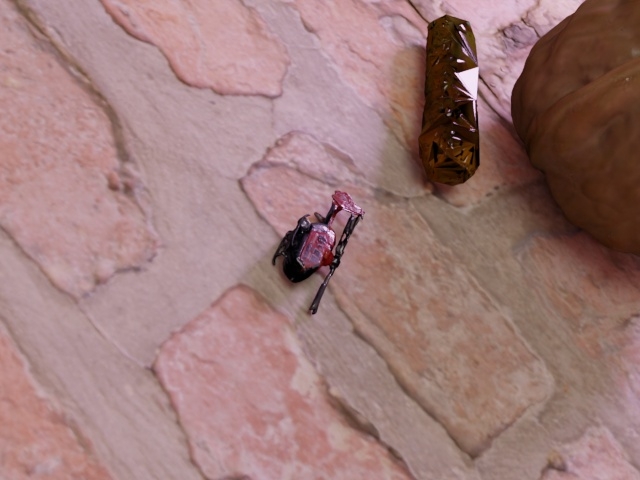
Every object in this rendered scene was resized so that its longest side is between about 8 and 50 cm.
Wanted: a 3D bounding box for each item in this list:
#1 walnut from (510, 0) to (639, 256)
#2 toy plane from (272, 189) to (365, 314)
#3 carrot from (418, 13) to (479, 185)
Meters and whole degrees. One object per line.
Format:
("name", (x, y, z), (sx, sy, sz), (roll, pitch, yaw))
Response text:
("walnut", (0.358, -0.129, 1.531), (0.285, 0.285, 0.296), (-9, 67, -36))
("toy plane", (0.000, 0.000, 1.363), (0.060, 0.037, 0.145), (36, 46, -8))
("carrot", (0.138, -0.152, 1.549), (0.069, 0.069, 0.229), (21, 46, -17))
